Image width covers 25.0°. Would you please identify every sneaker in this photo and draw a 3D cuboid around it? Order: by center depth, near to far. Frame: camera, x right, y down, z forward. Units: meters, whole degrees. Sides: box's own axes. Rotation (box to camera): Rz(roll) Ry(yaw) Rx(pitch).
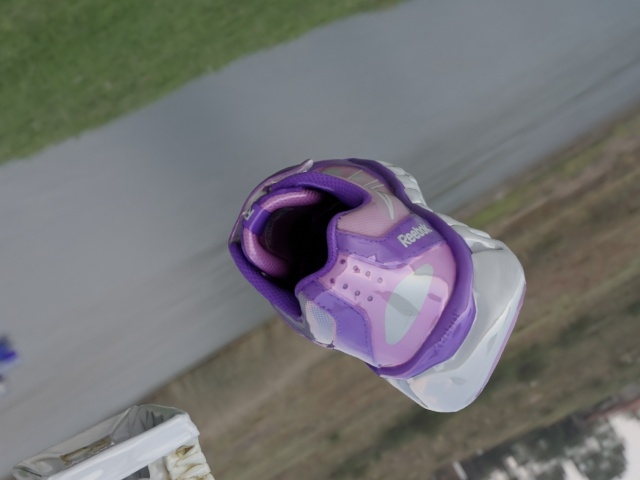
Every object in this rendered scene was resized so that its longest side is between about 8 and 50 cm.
[{"bbox_3d":[0.000,0.000,0.696,0.095,0.104,0.236,-66,-155,4],"label":"sneaker"}]

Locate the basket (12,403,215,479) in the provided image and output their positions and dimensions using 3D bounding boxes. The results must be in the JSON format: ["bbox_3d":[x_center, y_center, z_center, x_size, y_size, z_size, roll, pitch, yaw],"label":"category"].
[{"bbox_3d":[-0.139,0.186,1.016,0.113,0.103,0.167,-25,-177,-19],"label":"basket"}]
